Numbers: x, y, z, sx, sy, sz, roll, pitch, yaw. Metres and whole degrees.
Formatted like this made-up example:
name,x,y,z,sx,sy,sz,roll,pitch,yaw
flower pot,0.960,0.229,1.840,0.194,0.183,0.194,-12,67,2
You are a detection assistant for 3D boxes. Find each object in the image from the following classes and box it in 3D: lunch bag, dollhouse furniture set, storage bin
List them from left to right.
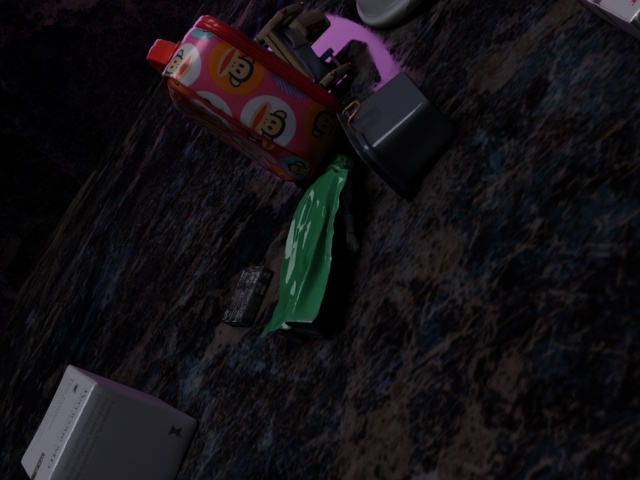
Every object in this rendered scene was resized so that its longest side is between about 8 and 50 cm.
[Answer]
name,x,y,z,sx,sy,sz,roll,pitch,yaw
lunch bag,-0.108,-0.184,0.978,0.120,0.258,0.293,-60,10,-2
dollhouse furniture set,-0.012,-0.297,1.174,0.129,0.129,0.184,-36,4,41
storage bin,0.082,-0.128,0.812,0.091,0.098,0.135,-42,28,13

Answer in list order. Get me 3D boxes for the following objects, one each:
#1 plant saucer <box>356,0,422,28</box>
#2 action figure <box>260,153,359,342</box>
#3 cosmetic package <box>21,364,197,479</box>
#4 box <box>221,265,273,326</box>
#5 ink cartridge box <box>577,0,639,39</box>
name,x,y,z,sx,sy,sz,roll,pitch,yaw
plant saucer,0.124,-0.508,1.047,0.400,0.101,0.400,-50,30,43
action figure,0.000,0.000,0.851,0.137,0.063,0.232,-21,49,57
cosmetic package,-0.287,0.272,0.993,0.184,0.151,0.151,-4,60,61
box,-0.101,0.077,1.012,0.067,0.018,0.083,-11,53,59
ink cartridge box,0.266,-0.216,0.587,0.099,0.056,0.135,-50,26,21
